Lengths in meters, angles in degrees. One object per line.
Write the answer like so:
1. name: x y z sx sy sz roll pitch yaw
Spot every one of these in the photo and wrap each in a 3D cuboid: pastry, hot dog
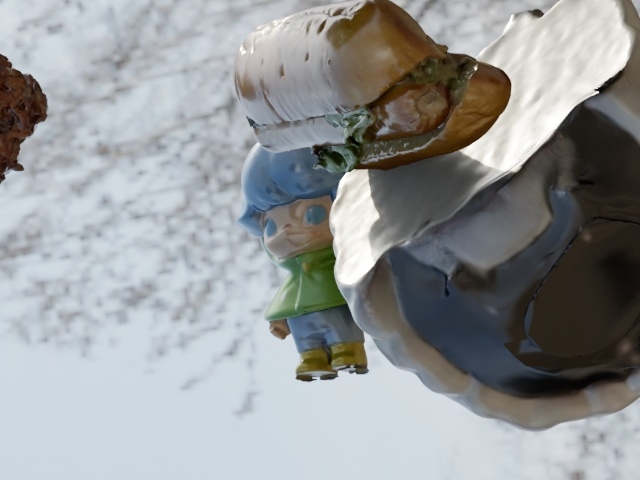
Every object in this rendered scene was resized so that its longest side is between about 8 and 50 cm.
1. pastry: -0.317 -0.071 1.537 0.115 0.208 0.097 37 -174 -38
2. hot dog: 0.016 -0.071 0.949 0.068 0.100 0.249 -62 15 -7

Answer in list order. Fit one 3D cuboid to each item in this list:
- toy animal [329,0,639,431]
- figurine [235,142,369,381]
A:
1. toy animal: 0.123 -0.012 1.003 0.156 0.208 0.204 44 -162 -25
2. figurine: 0.000 0.000 1.781 0.143 0.162 0.263 8 -109 -48
